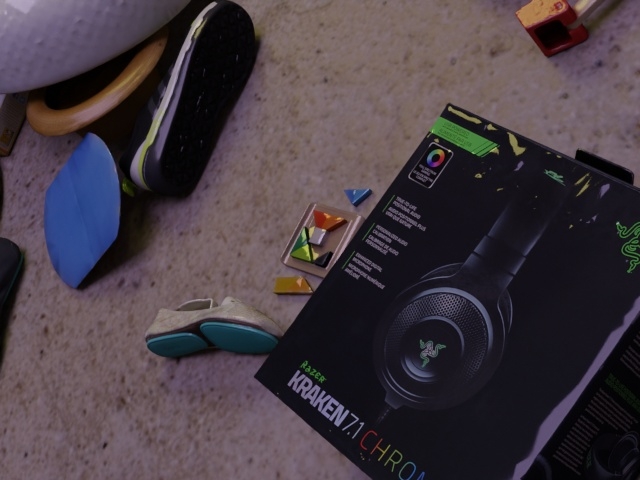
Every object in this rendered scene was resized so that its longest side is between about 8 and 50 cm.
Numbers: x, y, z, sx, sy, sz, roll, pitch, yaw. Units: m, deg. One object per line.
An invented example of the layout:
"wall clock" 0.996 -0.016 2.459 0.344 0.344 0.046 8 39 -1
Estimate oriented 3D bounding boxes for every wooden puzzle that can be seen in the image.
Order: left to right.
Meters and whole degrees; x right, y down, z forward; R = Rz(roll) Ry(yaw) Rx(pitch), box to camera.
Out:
"wooden puzzle" 0.000 0.000 1.083 0.079 0.014 0.116 10 70 42

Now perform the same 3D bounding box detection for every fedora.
"fedora" -0.240 -0.171 1.326 0.194 0.079 0.194 -19 41 17

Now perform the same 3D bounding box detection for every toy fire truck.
"toy fire truck" 0.247 -0.263 1.021 0.192 0.047 0.135 -33 49 18

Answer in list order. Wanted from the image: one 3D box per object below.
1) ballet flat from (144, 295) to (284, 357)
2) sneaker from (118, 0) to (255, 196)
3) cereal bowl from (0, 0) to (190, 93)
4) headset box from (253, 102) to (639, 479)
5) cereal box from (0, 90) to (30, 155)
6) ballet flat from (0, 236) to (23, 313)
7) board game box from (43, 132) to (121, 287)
"ballet flat" -0.099 0.075 1.090 0.168 0.057 0.052 -6 51 36
"sneaker" -0.155 -0.157 1.254 0.097 0.084 0.234 12 72 44
"cereal bowl" -0.305 -0.322 1.356 0.339 0.141 0.339 -16 36 12
"headset box" 0.135 0.064 0.853 0.283 0.131 0.246 -54 45 -2
"cereal box" -0.434 -0.225 1.545 0.173 0.047 0.240 4 66 38
"ballet flat" -0.391 0.084 1.307 0.074 0.074 0.203 -10 59 35
"board game box" -0.246 -0.030 1.269 0.168 0.033 0.133 -45 55 39
